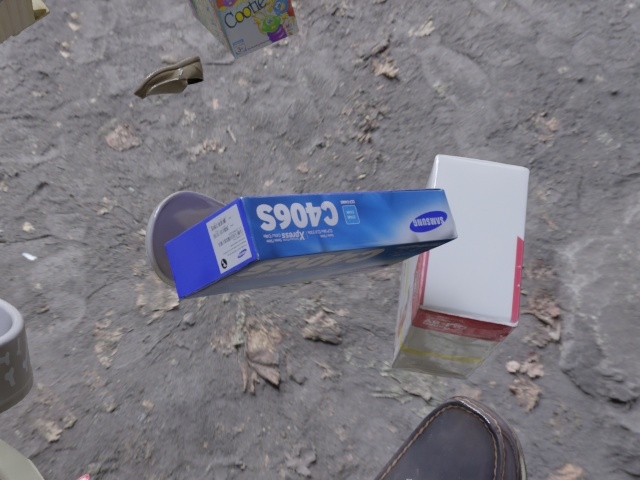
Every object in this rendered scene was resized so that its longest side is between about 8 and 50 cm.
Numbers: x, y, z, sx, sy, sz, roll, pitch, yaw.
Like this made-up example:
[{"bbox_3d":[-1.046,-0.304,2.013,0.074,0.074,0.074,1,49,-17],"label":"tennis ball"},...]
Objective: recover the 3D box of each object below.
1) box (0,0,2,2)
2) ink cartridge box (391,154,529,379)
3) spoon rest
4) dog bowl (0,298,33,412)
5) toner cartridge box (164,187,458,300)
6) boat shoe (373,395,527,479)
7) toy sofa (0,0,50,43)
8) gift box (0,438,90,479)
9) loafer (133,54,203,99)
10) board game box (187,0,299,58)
[{"bbox_3d":[-0.463,-0.360,1.003,0.275,0.113,0.094,-49,126,-17],"label":"box"},{"bbox_3d":[0.236,0.067,1.343,0.161,0.384,0.279,9,66,2],"label":"ink cartridge box"},{"bbox_3d":[-0.155,-0.010,1.115,0.084,0.276,0.137,1,98,29],"label":"spoon rest"},{"bbox_3d":[-0.600,0.155,1.098,0.349,0.349,0.102,9,102,-7],"label":"dog bowl"},{"bbox_3d":[0.000,0.000,0.946,0.348,0.165,0.075,-6,77,-43],"label":"toner cartridge box"},{"bbox_3d":[0.049,0.285,0.590,0.132,0.130,0.355,22,81,37],"label":"boat shoe"},{"bbox_3d":[-0.751,-0.604,1.751,0.177,0.362,0.150,-40,98,-16],"label":"toy sofa"},{"bbox_3d":[-0.270,0.234,0.491,0.255,0.258,0.276,38,69,24],"label":"gift box"},{"bbox_3d":[-0.266,-0.286,1.353,0.148,0.056,0.050,-36,97,-30],"label":"loafer"},{"bbox_3d":[-0.173,-0.494,1.498,0.144,0.275,0.142,-26,130,-10],"label":"board game box"}]
